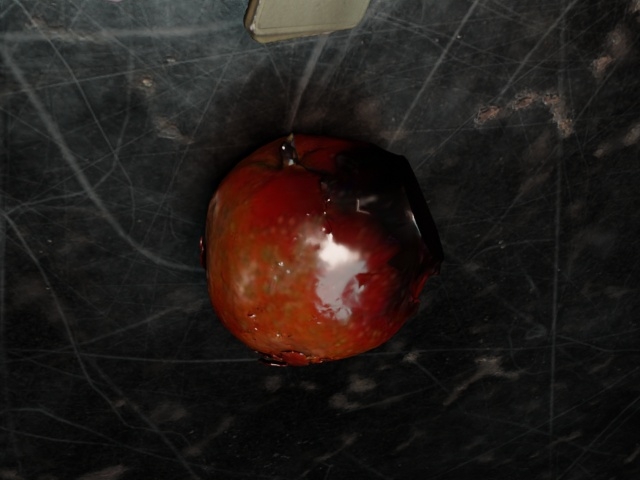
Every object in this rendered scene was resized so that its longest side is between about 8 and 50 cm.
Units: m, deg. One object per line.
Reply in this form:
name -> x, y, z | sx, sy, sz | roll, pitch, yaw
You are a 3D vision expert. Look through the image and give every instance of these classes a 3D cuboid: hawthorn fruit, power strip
hawthorn fruit -> 0.006, 0.012, 0.881 | 0.316, 0.316, 0.315 | -11, 135, -11
power strip -> 0.003, -0.311, 0.704 | 0.198, 0.064, 0.213 | -26, 148, -50
